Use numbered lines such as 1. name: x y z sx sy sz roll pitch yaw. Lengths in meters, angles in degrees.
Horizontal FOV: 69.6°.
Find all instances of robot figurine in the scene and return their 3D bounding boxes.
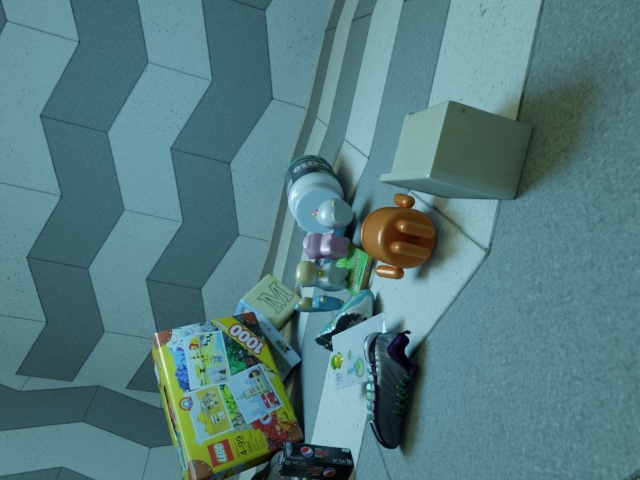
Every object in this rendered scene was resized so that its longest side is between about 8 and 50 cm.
1. robot figurine: 0.160 -0.007 0.983 0.158 0.128 0.219 66 171 -10

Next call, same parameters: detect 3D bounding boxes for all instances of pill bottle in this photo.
1. pill bottle: -0.023 -0.175 1.707 0.361 0.204 0.204 -107 32 -63

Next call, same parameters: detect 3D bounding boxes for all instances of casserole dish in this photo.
1. casserole dish: 0.059 -0.002 1.512 0.114 0.037 0.188 -26 -50 -78

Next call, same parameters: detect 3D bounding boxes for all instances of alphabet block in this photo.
1. alphabet block: -0.231 0.300 1.982 0.197 0.193 0.192 -45 -11 -42

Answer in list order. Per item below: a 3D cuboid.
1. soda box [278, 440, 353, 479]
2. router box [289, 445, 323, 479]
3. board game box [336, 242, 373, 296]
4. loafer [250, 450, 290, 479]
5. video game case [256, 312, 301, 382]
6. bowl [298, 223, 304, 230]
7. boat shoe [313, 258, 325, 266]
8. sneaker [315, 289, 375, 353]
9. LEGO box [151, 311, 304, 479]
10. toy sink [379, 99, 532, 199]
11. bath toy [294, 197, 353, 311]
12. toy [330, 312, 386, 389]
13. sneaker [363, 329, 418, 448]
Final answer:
1. soda box: -0.012 0.527 1.097 0.053 0.169 0.060 -108 33 -66
2. router box: -0.037 0.738 1.192 0.243 0.081 0.308 -128 52 -72
3. board game box: 0.096 0.081 1.355 0.259 0.039 0.124 -141 64 -78
4. loafer: -0.147 0.799 1.464 0.130 0.134 0.365 -93 21 -49
5. video game case: -0.209 0.459 1.866 0.061 0.244 0.269 -31 -21 -39
6. bowl: -0.054 -0.111 2.090 0.142 0.053 0.141 -134 58 -75
7. boat shoe: -0.018 0.103 1.776 0.049 0.040 0.142 -92 20 -46
8. sneaker: 0.074 0.227 1.238 0.275 0.107 0.110 -54 7 48
9. LEGO box: -0.336 0.536 1.599 0.500 0.373 0.193 61 144 30
10. toy sink: 0.223 -0.152 0.813 0.234 0.153 0.131 -155 78 -77
11. bath toy: 0.005 0.039 1.363 0.129 0.152 0.347 -24 51 54
12. toy: 0.104 0.268 1.085 0.237 0.056 0.136 -37 48 51
13. sneaker: 0.145 0.287 0.895 0.098 0.083 0.223 -17 73 35
